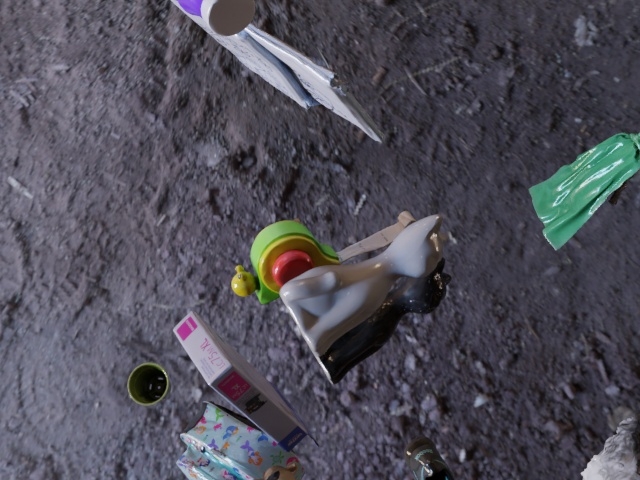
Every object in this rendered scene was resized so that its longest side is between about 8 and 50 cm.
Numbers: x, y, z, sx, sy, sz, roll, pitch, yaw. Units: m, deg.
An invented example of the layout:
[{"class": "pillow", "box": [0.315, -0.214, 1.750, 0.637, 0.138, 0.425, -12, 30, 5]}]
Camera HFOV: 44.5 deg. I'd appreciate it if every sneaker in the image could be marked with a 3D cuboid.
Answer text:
[{"class": "sneaker", "box": [0.269, 0.577, 1.826, 0.101, 0.106, 0.267, -32, 123, -7]}]

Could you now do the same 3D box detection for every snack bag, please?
[{"class": "snack bag", "box": [-0.062, -0.272, 1.242, 0.342, 0.323, 0.037, 35, 92, 19]}]

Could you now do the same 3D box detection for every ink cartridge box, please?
[{"class": "ink cartridge box", "box": [-0.134, 0.276, 1.454, 0.065, 0.186, 0.311, -44, 130, -3]}]

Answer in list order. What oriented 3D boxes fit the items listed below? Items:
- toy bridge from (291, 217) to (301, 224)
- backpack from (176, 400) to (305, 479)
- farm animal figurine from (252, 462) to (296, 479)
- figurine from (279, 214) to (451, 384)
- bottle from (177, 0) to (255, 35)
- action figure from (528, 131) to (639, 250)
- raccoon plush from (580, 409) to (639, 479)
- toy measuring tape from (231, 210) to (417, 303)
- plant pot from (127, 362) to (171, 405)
[{"class": "toy bridge", "box": [-0.019, 0.051, 1.523, 0.026, 0.063, 0.188, -23, 100, 25]}, {"class": "backpack", "box": [-0.169, 0.483, 1.697, 0.253, 0.191, 0.225, 12, 145, 28]}, {"class": "farm animal figurine", "box": [-0.089, 0.495, 1.360, 0.330, 0.172, 0.326, -51, 153, 20]}, {"class": "figurine", "box": [0.069, 0.063, 0.946, 0.209, 0.092, 0.215, -31, 155, -5]}, {"class": "bottle", "box": [-0.176, -0.378, 1.042, 0.118, 0.283, 0.092, -20, 145, -19]}, {"class": "action figure", "box": [0.453, -0.101, 1.278, 0.063, 0.137, 0.232, 12, 137, -35]}, {"class": "raccoon plush", "box": [0.275, 0.179, 0.433, 0.216, 0.299, 0.446, 45, 138, 19]}, {"class": "toy measuring tape", "box": [0.000, 0.000, 1.297, 0.330, 0.121, 0.121, -25, 113, -6]}, {"class": "plant pot", "box": [-0.334, 0.292, 1.573, 0.083, 0.079, 0.083, -2, 73, 6]}]
